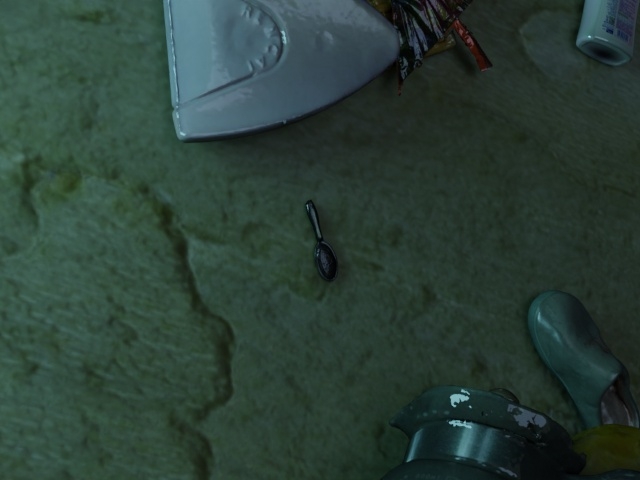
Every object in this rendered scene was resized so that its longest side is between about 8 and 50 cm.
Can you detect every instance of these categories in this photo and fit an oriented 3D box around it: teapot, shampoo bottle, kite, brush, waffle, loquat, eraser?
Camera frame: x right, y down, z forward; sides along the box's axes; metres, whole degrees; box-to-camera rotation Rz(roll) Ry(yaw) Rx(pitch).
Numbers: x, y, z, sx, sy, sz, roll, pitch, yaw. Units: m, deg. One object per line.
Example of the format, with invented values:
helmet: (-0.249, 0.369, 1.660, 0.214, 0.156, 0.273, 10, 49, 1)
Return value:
teapot: (0.162, 0.257, 1.110, 0.223, 0.305, 0.285, 45, 52, -36)
shampoo bottle: (0.338, -0.262, 1.453, 0.072, 0.043, 0.099, 21, 69, -25)
kite: (0.122, -0.252, 1.321, 0.189, 0.009, 0.232, 50, 61, -14)
brush: (0.000, 0.000, 1.225, 0.024, 0.008, 0.083, -15, 88, -28)
waffle: (0.078, -0.228, 1.309, 0.135, 0.021, 0.092, -25, 92, -32)
loquat: (0.307, 0.277, 1.253, 0.204, 0.149, 0.172, 25, 63, 8)
eraser: (-0.037, -0.191, 1.213, 0.243, 0.059, 0.204, -1, 80, -26)

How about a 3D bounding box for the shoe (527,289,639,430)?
shoe: (0.298, 0.138, 1.329, 0.079, 0.078, 0.195, -31, 100, -30)
